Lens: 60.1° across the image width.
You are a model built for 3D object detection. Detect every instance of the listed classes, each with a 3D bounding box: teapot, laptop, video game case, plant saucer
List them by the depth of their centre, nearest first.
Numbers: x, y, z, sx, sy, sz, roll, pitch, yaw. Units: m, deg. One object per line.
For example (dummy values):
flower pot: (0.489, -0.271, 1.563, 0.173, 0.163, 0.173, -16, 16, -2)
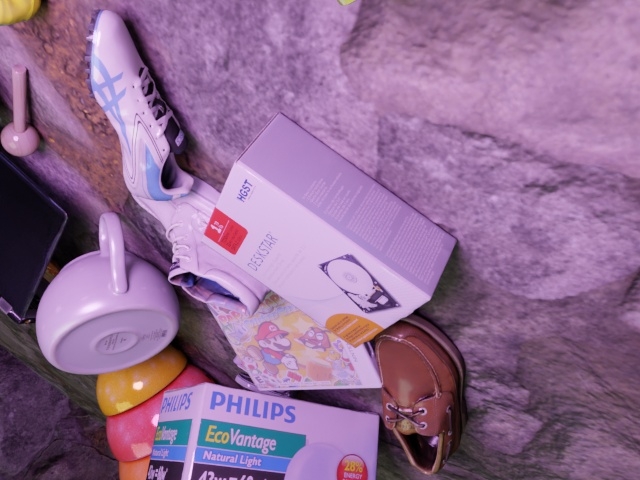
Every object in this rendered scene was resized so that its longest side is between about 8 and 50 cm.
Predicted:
video game case: (-0.042, 0.140, 0.816, 0.226, 0.026, 0.206, -10, 118, 30)
teapot: (-0.379, 0.101, 0.981, 0.187, 0.256, 0.252, 64, -172, 31)
laptop: (-0.603, -0.053, 1.063, 0.382, 0.236, 0.408, 42, 175, 5)
plant saucer: (-0.629, 0.053, 1.278, 0.083, 0.013, 0.084, 23, 146, 16)

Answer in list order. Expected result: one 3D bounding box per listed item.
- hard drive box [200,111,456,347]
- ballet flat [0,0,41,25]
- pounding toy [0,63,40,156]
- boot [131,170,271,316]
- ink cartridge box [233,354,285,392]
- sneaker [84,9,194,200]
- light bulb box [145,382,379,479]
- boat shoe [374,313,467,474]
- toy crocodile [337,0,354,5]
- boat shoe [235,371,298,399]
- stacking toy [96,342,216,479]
hard drive box: (0.000, 0.000, 0.621, 0.232, 0.089, 0.181, 35, 146, -2)
ballet flat: (-0.364, -0.316, 0.530, 0.077, 0.077, 0.231, 7, 138, 35)
pounding toy: (-0.524, -0.223, 0.786, 0.236, 0.110, 0.183, 8, 138, -15)
boot: (-0.168, -0.002, 0.725, 0.258, 0.123, 0.095, 26, 146, 11)
ink cartridge box: (-0.075, 0.193, 0.951, 0.109, 0.063, 0.150, 34, 146, -2)
sneaker: (-0.198, -0.143, 0.624, 0.086, 0.085, 0.237, -1, 137, 2)
light bulb box: (-0.107, 0.458, 0.949, 0.357, 0.361, 0.225, 19, 153, -28)
boat shoe: (0.142, 0.225, 0.774, 0.110, 0.104, 0.307, 4, 137, 36)
toy crocodile: (0.095, -0.233, 0.249, 0.115, 0.105, 0.340, 41, 141, -11)
boat shoe: (-0.107, 0.292, 1.125, 0.142, 0.040, 0.049, 16, 172, 23)
stacking toy: (-0.380, 0.342, 1.249, 0.350, 0.350, 0.480, -12, 109, 47)
